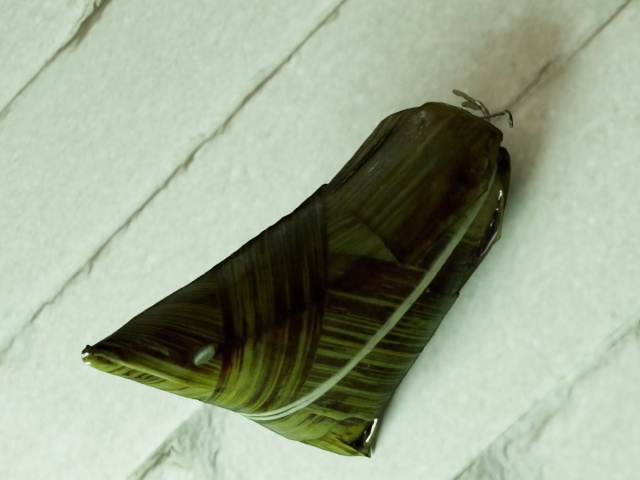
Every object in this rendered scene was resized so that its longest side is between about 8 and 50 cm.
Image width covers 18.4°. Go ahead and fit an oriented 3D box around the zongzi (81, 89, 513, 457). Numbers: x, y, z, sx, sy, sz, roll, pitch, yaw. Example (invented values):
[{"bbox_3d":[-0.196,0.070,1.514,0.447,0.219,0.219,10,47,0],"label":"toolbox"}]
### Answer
[{"bbox_3d":[0.000,0.000,1.160,0.111,0.241,0.248,35,96,34],"label":"zongzi"}]
